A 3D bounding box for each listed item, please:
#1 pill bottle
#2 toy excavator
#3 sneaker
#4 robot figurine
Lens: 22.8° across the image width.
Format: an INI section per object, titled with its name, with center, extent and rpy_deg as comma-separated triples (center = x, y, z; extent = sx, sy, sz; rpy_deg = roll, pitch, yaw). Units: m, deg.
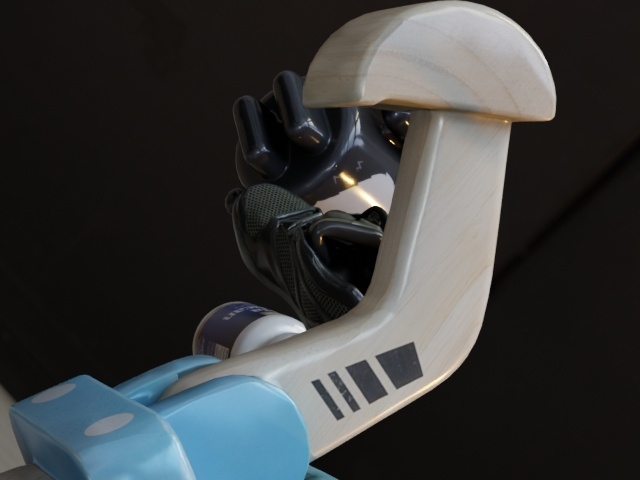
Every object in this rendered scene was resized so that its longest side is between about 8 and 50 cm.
[pill bottle]
center = -0.056, 0.116, 1.561
extent = 0.094, 0.094, 0.169
rpy_deg = -42, -160, -15
[toy excavator]
center = -0.032, 0.125, 0.893
extent = 0.445, 0.433, 0.222
rpy_deg = -22, -168, -22
[sneaker]
center = 0.000, 0.000, 1.238
extent = 0.087, 0.227, 0.130
rpy_deg = -12, 131, -21
[robot figurine]
center = 0.011, -0.084, 1.873
extent = 0.278, 0.209, 0.174
rpy_deg = 40, 66, -48
